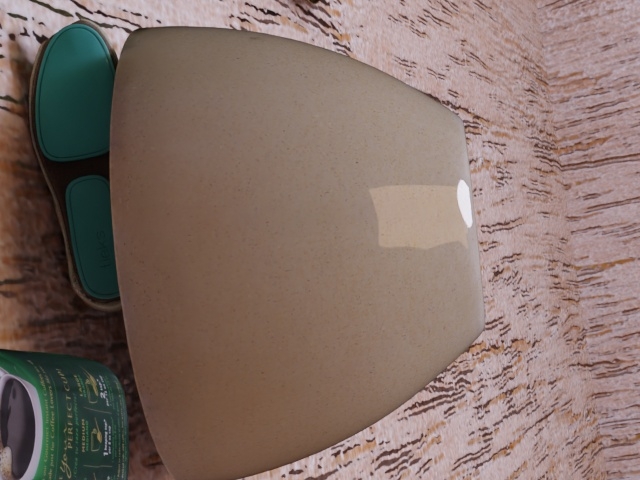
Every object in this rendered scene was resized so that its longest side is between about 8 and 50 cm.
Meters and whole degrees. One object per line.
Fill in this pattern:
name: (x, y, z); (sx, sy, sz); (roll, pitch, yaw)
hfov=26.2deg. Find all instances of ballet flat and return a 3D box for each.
ballet flat: (-0.137, -0.042, 0.796); (0.052, 0.057, 0.168); (173, -89, -81)

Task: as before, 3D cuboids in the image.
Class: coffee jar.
coffee jar: (-0.158, 0.087, 0.603); (0.184, 0.079, 0.096); (35, 51, -66)

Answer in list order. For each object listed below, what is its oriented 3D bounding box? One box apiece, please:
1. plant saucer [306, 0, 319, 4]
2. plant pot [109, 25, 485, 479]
plant saucer: (-0.020, -0.259, 1.276); (0.083, 0.015, 0.083); (-10, 90, -72)
plant pot: (0.000, 0.000, 0.844); (0.284, 0.191, 0.284); (-6, 90, -85)
